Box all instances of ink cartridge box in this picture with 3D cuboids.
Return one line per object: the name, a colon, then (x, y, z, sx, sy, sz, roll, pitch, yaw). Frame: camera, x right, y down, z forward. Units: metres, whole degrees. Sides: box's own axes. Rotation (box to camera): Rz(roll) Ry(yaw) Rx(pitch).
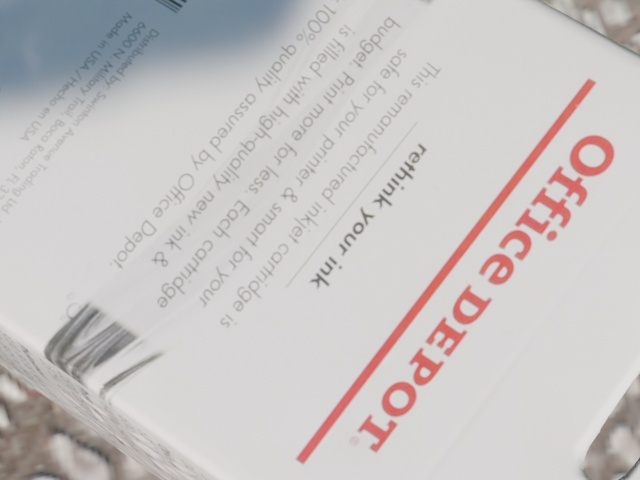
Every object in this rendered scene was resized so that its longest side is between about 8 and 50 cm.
ink cartridge box: (0.000, 0.000, 0.361, 0.180, 0.060, 0.104, 33, 74, 20)
